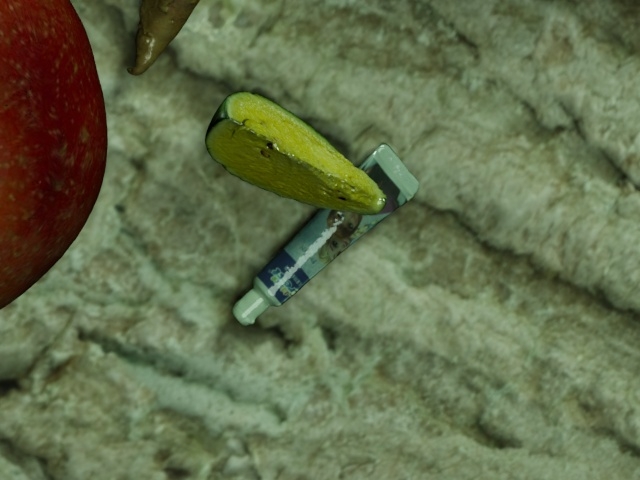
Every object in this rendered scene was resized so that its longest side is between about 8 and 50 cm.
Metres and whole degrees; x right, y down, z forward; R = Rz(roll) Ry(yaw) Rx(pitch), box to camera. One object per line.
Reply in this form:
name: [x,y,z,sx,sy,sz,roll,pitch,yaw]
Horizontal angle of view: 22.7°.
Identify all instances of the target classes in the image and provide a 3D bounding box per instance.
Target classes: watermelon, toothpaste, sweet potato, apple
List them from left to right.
apple: [-0.334,-0.091,1.237,0.348,0.277,0.348,-5,108,-15]
sweet potato: [-0.117,-0.233,1.372,0.068,0.060,0.206,10,114,-44]
watermelon: [-0.039,-0.069,1.438,0.181,0.092,0.075,27,112,-31]
toothpaste: [0.000,0.000,1.500,0.216,0.037,0.062,-43,113,-5]
